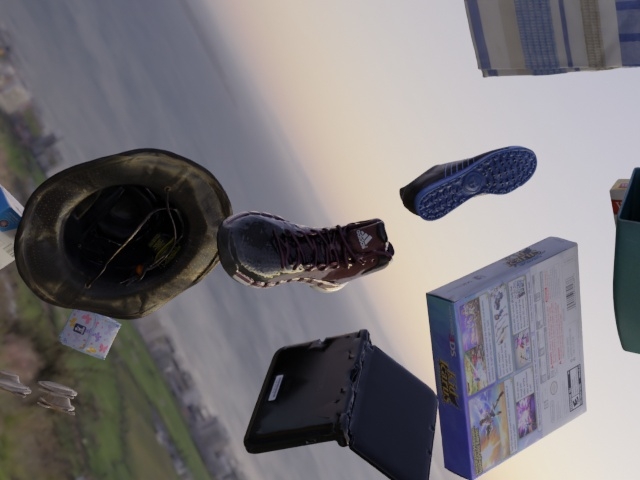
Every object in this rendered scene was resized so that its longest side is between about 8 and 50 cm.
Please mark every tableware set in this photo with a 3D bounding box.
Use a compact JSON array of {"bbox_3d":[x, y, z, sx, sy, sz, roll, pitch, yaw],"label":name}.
[{"bbox_3d":[-0.444,0.232,1.800,0.141,0.020,0.169,19,-1,-15],"label":"tableware set"}]

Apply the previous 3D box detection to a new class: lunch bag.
[{"bbox_3d":[-0.389,0.153,1.952,0.083,0.071,0.053,28,-4,-32],"label":"lunch bag"}]

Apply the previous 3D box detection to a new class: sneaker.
[{"bbox_3d":[0.239,-0.105,1.913,0.090,0.232,0.081,-139,-149,-60],"label":"sneaker"},{"bbox_3d":[0.000,0.000,1.565,0.281,0.162,0.106,7,69,-53],"label":"sneaker"}]

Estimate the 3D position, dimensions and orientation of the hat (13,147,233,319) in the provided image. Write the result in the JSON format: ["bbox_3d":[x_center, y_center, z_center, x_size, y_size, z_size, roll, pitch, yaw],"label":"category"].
[{"bbox_3d":[-0.301,-0.038,1.731,0.134,0.331,0.331,57,-2,43],"label":"hat"}]

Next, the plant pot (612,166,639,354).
[{"bbox_3d":[0.499,0.046,1.648,0.165,0.166,0.234,-52,149,-53],"label":"plant pot"}]

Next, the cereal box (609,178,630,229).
[{"bbox_3d":[0.554,0.018,1.814,0.047,0.173,0.240,-43,125,-44],"label":"cereal box"}]

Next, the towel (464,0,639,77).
[{"bbox_3d":[0.350,-0.330,1.695,0.209,0.285,0.034,69,32,-41],"label":"towel"}]

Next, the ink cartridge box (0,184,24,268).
[{"bbox_3d":[-0.507,0.006,1.680,0.060,0.180,0.104,55,-3,33],"label":"ink cartridge box"}]

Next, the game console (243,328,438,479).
[{"bbox_3d":[0.017,0.122,0.797,0.122,0.107,0.071,-71,145,-62],"label":"game console"}]

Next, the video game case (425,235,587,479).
[{"bbox_3d":[0.261,0.158,1.603,0.061,0.244,0.269,16,-59,49],"label":"video game case"}]
